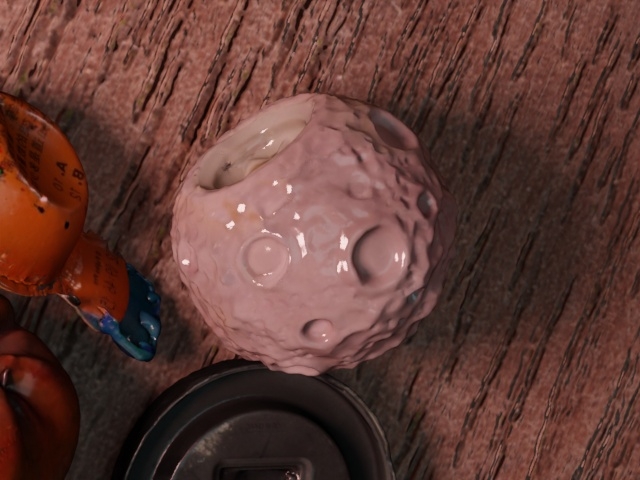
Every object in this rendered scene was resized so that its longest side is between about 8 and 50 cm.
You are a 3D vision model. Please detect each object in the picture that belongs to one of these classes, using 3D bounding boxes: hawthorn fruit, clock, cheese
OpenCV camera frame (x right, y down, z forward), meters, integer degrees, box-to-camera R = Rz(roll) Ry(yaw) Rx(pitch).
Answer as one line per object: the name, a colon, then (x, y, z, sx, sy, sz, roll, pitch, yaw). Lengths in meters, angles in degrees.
hawthorn fruit: (-0.360, 0.172, 1.634, 0.277, 0.277, 0.298, 32, 111, -21)
clock: (-0.063, 0.243, 1.840, 0.280, 0.055, 0.281, -4, 101, -23)
cheese: (-0.251, -0.016, 1.710, 0.129, 0.217, 0.329, -30, 126, 24)

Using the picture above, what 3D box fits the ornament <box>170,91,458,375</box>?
ornament: (0.000, 0.000, 1.766, 0.259, 0.259, 0.225, -41, 113, -17)
